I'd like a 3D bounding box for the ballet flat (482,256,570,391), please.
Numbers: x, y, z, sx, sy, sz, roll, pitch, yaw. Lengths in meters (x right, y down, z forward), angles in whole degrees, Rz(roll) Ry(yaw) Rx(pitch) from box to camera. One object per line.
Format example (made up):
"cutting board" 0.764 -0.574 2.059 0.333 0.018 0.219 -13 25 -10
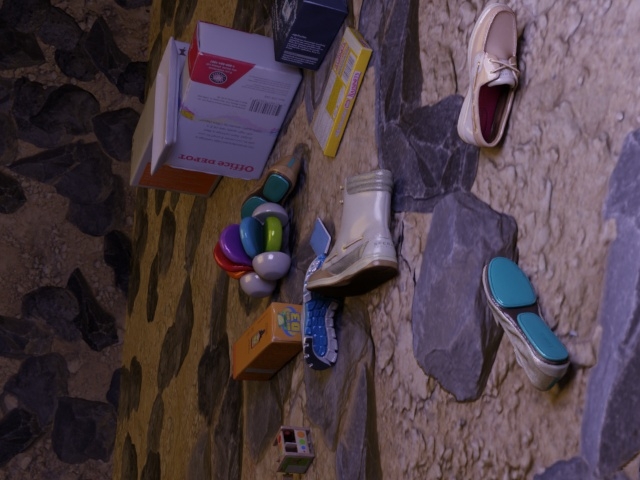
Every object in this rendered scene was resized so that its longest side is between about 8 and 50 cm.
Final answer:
"ballet flat" 0.207 0.087 0.929 0.168 0.057 0.052 -106 22 -49

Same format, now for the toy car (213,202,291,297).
"toy car" -0.140 0.015 1.749 0.182 0.136 0.159 128 145 -52

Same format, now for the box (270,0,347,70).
"box" -0.025 -0.442 1.698 0.158 0.093 0.156 124 148 -47

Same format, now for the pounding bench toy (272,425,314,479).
"pounding bench toy" -0.052 0.361 1.500 0.065 0.052 0.083 -104 30 -46

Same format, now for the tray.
"tray" -0.326 -0.284 1.875 0.145 0.030 0.270 131 142 -58

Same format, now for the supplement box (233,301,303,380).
"supplement box" -0.096 0.193 1.650 0.233 0.080 0.078 130 143 -57

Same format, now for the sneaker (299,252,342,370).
"sneaker" -0.007 0.115 1.463 0.083 0.071 0.191 179 100 -75

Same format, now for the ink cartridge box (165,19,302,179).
"ink cartridge box" -0.197 -0.293 1.900 0.306 0.226 0.131 120 151 -42

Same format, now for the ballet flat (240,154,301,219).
"ballet flat" -0.095 -0.099 1.800 0.232 0.080 0.073 -42 16 56

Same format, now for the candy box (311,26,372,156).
"candy box" 0.035 -0.261 1.555 0.105 0.027 0.206 -109 35 -56

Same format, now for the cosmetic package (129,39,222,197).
"cosmetic package" -0.326 -0.292 2.238 0.453 0.230 0.161 130 142 -56

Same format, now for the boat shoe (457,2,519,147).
"boat shoe" 0.207 -0.190 1.036 0.059 0.063 0.170 -134 46 -62

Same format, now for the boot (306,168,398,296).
"boot" 0.048 -0.007 1.351 0.213 0.077 0.165 -29 55 57

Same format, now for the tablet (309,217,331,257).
"tablet" 0.000 0.000 1.573 0.083 0.006 0.054 -121 44 -58
